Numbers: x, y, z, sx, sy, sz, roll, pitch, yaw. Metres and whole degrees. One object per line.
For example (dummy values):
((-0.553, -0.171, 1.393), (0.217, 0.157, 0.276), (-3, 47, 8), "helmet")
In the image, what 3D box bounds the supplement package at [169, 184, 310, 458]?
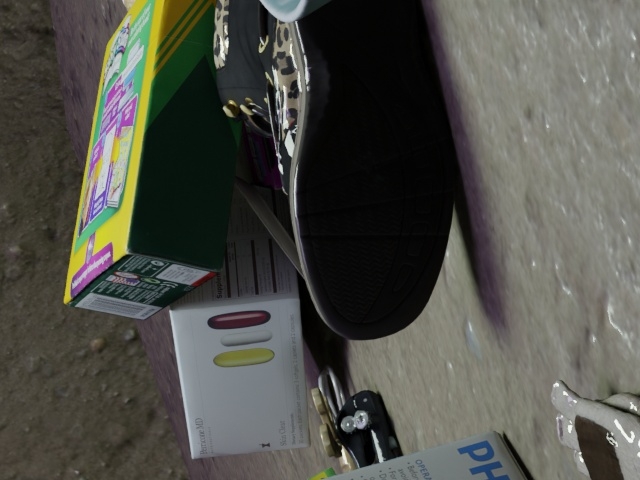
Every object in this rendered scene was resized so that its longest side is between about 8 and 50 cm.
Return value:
((-0.096, 0.092, 2.020), (0.204, 0.145, 0.262), (-97, 2, -45), "supplement package")

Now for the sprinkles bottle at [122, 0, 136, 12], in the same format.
((-0.213, -0.383, 2.135), (0.121, 0.121, 0.355), (107, 145, -67), "sprinkles bottle")

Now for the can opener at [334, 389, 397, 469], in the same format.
((0.061, 0.245, 1.830), (0.073, 0.059, 0.186), (35, -146, -55), "can opener")

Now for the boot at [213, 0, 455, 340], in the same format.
((-0.002, -0.112, 1.509), (0.284, 0.138, 0.377), (-173, 72, -75), "boot")

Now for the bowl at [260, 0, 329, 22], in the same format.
((0.018, -0.313, 1.148), (0.311, 0.163, 0.311), (166, 90, -77), "bowl")

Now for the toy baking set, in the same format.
((0.034, 0.242, 1.936), (0.256, 0.030, 0.197), (-72, -34, -83), "toy baking set")

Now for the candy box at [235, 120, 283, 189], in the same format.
((-0.062, -0.143, 1.877), (0.233, 0.071, 0.159), (-163, 59, -74), "candy box")

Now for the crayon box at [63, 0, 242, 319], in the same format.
((-0.166, -0.100, 1.796), (0.363, 0.106, 0.313), (151, 129, -70), "crayon box")

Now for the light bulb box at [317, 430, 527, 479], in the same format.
((0.028, 0.395, 1.459), (0.225, 0.361, 0.358), (-118, 18, -49), "light bulb box")

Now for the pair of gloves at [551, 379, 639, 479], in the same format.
((0.221, 0.221, 1.160), (0.204, 0.042, 0.240), (-143, 39, -69), "pair of gloves")

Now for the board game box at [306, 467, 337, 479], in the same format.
((0.062, 0.414, 1.803), (0.317, 0.046, 0.213), (54, 151, 21), "board game box")

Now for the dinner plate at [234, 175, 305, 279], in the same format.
((-0.051, -0.017, 1.844), (0.141, 0.017, 0.141), (55, 180, 0), "dinner plate")
